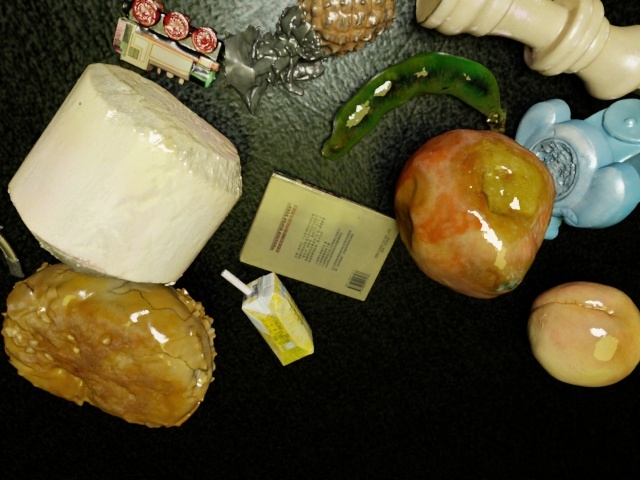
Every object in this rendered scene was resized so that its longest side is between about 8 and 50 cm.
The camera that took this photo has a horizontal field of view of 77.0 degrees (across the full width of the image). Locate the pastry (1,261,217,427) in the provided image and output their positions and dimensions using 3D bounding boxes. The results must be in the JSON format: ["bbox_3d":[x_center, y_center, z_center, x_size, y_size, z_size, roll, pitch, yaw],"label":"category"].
[{"bbox_3d":[-0.305,0.149,0.623,0.310,0.162,0.255,23,120,-5],"label":"pastry"}]

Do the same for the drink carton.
[{"bbox_3d":[-0.083,0.113,0.676,0.074,0.084,0.200,-24,118,8],"label":"drink carton"}]

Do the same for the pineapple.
[{"bbox_3d":[-0.027,-0.257,0.510,0.237,0.111,0.119,-34,104,10],"label":"pineapple"}]

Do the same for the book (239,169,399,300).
[{"bbox_3d":[0.000,0.000,0.667,0.230,0.026,0.161,20,109,-14],"label":"book"}]

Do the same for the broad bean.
[{"bbox_3d":[0.141,-0.195,0.587,0.291,0.049,0.144,-7,117,-5],"label":"broad bean"}]

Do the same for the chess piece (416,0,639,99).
[{"bbox_3d":[0.328,-0.274,0.543,0.396,0.117,0.117,16,110,-15],"label":"chess piece"}]

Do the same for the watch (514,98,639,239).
[{"bbox_3d":[0.409,-0.105,0.600,0.193,0.211,0.211,-7,114,-16],"label":"watch"}]

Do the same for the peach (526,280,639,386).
[{"bbox_3d":[0.460,0.158,0.701,0.184,0.184,0.184,-2,113,-5],"label":"peach"}]

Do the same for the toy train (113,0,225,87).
[{"bbox_3d":[-0.191,-0.253,0.525,0.137,0.050,0.087,20,114,-16],"label":"toy train"}]

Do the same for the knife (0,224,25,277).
[{"bbox_3d":[-0.506,-0.038,0.596,0.045,0.021,0.222,-11,113,-5],"label":"knife"}]

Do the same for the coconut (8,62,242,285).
[{"bbox_3d":[-0.237,-0.060,0.503,0.239,0.239,0.244,36,104,-19],"label":"coconut"}]

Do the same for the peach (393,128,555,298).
[{"bbox_3d":[0.215,-0.032,0.561,0.214,0.236,0.214,-6,147,-4],"label":"peach"}]
